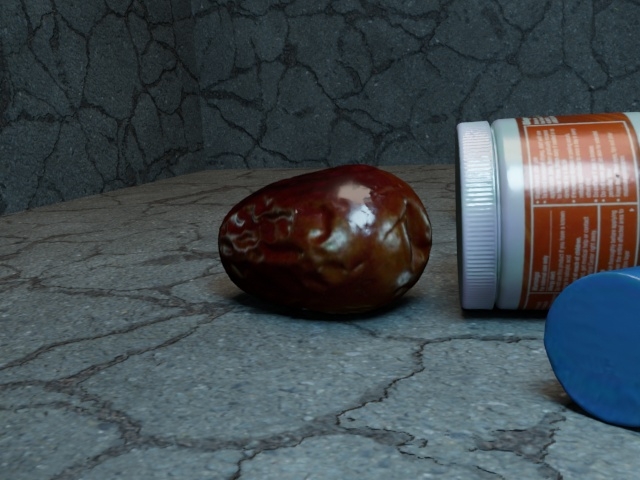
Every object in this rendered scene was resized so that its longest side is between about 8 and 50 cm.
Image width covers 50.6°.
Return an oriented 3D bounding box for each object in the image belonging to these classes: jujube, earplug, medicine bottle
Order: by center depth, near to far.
[{"bbox_3d":[0.348,0.076,0.657,0.273,0.132,0.132,-9,12,-41],"label":"earplug"},{"bbox_3d":[0.301,-0.036,0.884,0.241,0.252,0.252,-1,12,9],"label":"medicine bottle"},{"bbox_3d":[0.000,0.000,0.963,0.318,0.222,0.223,-4,9,40],"label":"jujube"}]
